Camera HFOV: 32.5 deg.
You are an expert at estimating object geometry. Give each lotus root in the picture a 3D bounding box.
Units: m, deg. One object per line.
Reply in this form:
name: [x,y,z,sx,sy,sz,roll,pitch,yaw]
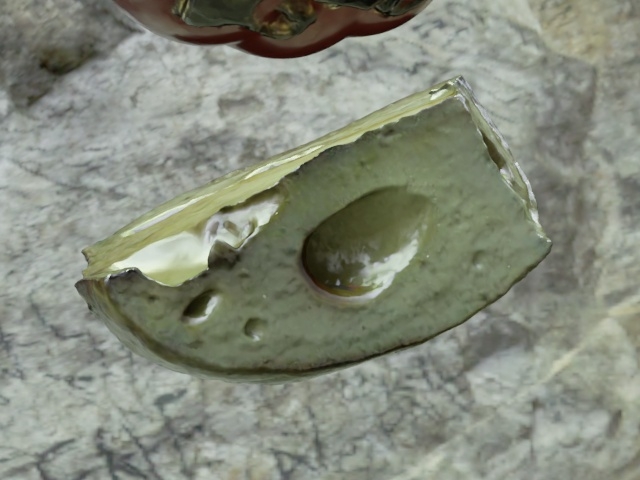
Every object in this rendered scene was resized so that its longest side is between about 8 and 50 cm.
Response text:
lotus root: [0.002,0.005,0.756,0.314,0.210,0.142,-24,-79,-2]

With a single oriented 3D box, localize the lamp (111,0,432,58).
lamp: [-0.012,-0.175,0.426,0.227,0.227,0.227,7,-102,-36]
